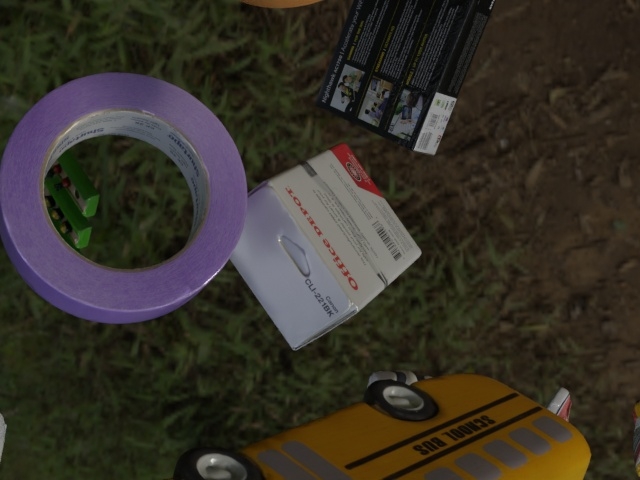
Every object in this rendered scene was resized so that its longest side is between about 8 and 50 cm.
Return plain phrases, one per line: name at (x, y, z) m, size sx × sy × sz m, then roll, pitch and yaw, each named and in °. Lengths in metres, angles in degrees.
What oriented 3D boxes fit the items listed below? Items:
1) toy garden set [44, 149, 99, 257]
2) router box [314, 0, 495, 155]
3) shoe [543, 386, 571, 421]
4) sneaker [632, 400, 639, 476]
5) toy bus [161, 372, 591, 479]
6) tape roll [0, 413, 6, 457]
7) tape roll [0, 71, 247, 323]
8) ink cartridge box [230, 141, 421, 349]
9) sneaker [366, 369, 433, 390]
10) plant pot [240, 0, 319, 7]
toy garden set at (-0.411, -0.050, 1.662) m, size 0.049 × 0.204 × 0.244 m, roll -18°, pitch 149°, yaw -35°
router box at (0.084, -0.191, 1.122) m, size 0.046 × 0.133 × 0.179 m, roll 5°, pitch 110°, yaw -55°
shoe at (0.330, 0.285, 1.579) m, size 0.081 × 0.178 × 0.063 m, roll 33°, pitch 137°, yaw 8°
sneaker at (0.405, 0.208, 1.180) m, size 0.088 × 0.093 × 0.225 m, roll 17°, pitch 160°, yaw -12°
toy bus at (0.031, 0.177, 0.707) m, size 0.130 × 0.332 × 0.108 m, roll 30°, pitch 114°, yaw 31°
tape roll at (-0.502, 0.293, 1.347) m, size 0.169 × 0.246 × 0.246 m, roll 18°, pitch 137°, yaw 0°
tape roll at (-0.225, -0.047, 1.292) m, size 0.274 × 0.275 × 0.090 m, roll 15°, pitch 163°, yaw -12°
ink cartridge box at (0.000, 0.000, 1.499) m, size 0.114 × 0.273 × 0.197 m, roll -35°, pitch 89°, yaw 26°
sneaker at (0.118, 0.245, 1.186) m, size 0.153 × 0.094 × 0.235 m, roll 3°, pitch 105°, yaw -9°
plant pot at (-0.061, -0.422, 1.228) m, size 0.290 × 0.291 × 0.203 m, roll -9°, pitch 172°, yaw 13°
